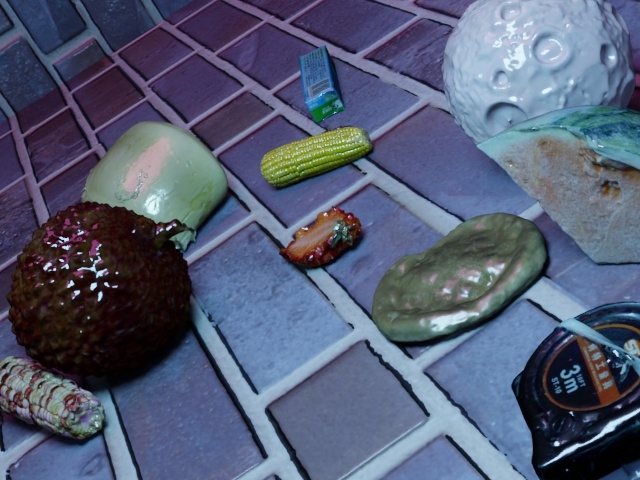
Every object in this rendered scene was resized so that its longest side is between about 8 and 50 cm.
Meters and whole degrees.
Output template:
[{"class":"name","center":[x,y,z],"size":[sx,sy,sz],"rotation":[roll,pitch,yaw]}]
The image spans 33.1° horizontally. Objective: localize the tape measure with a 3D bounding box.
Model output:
[{"class":"tape measure","center":[0.271,0.146,0.993],"size":[0.181,0.107,0.182],"rotation":[-27,27,15]}]

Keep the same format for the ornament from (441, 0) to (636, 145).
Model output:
[{"class":"ornament","center":[0.289,-0.221,1.447],"size":[0.259,0.259,0.225],"rotation":[-6,36,41]}]

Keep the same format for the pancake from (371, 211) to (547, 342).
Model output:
[{"class":"pancake","center":[0.168,0.041,1.352],"size":[0.236,0.042,0.222],"rotation":[-21,26,18]}]

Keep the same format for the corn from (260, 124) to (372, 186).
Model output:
[{"class":"corn","center":[-0.009,-0.145,1.831],"size":[0.203,0.072,0.072],"rotation":[-18,29,22]}]

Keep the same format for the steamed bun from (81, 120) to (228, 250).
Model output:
[{"class":"steamed bun","center":[-0.308,-0.098,1.918],"size":[0.232,0.166,0.273],"rotation":[-43,39,-21]}]

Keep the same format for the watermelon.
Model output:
[{"class":"watermelon","center":[0.336,-0.075,1.233],"size":[0.176,0.260,0.256],"rotation":[-44,9,4]}]

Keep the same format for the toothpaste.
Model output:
[{"class":"toothpaste","center":[0.001,-0.313,2.129],"size":[0.065,0.050,0.267],"rotation":[-27,27,10]}]

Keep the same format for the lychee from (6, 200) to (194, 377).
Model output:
[{"class":"lychee","center":[-0.313,0.063,1.570],"size":[0.300,0.264,0.264],"rotation":[-41,26,7]}]

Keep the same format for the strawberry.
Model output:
[{"class":"strawberry","center":[0.002,0.002,1.592],"size":[0.152,0.048,0.104],"rotation":[-20,32,51]}]

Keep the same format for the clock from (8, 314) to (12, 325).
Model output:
[{"class":"clock","center":[-0.491,0.157,1.791],"size":[0.017,0.085,0.085],"rotation":[-30,26,-12]}]

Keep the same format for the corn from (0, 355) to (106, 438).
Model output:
[{"class":"corn","center":[-0.403,0.233,1.570],"size":[0.092,0.092,0.280],"rotation":[-44,31,-25]}]
